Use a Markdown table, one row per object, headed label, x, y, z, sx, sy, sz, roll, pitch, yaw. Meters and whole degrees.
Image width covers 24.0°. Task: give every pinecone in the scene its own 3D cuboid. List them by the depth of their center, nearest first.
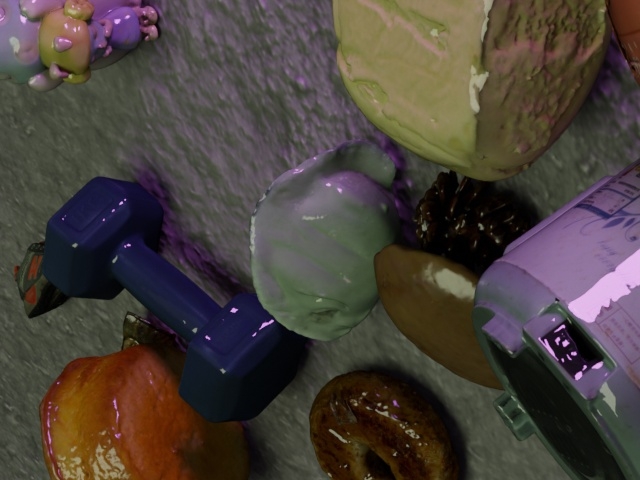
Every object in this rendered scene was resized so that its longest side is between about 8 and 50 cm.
| label | x | y | z | sx | sy | sz | roll | pitch | yaw |
| --- | --- | --- | --- | --- | --- | --- | --- | --- | --- |
| pinecone | 0.141 | -0.013 | 1.395 | 0.109 | 0.102 | 0.102 | 25 | 133 | 0 |

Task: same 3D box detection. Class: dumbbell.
| label | x | y | z | sx | sy | sz | roll | pitch | yaw |
| --- | --- | --- | --- | --- | --- | --- | --- | --- | --- |
| dumbbell | -0.168 | 0.064 | 1.710 | 0.325 | 0.144 | 0.160 | 39 | 133 | 26 |

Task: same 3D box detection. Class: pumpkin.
| label | x | y | z | sx | sy | sz | roll | pitch | yaw |
| --- | --- | --- | --- | --- | --- | --- | --- | --- | --- |
| pumpkin | -0.213 | 0.132 | 1.880 | 0.073 | 0.035 | 0.101 | 30 | 132 | 11 |

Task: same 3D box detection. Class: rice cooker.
| label | x | y | z | sx | sy | sz | roll | pitch | yaw |
| --- | --- | --- | --- | --- | --- | --- | --- | --- | --- |
| rice cooker | 0.280 | 0.058 | 1.139 | 0.264 | 0.316 | 0.317 | 50 | 140 | 31 |

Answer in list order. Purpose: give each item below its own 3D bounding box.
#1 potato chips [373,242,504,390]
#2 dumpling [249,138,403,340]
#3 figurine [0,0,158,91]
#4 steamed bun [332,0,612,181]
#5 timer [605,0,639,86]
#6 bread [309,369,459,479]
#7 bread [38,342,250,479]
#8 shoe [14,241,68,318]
| label | x | y | z | sx | sy | sz | roll | pitch | yaw |
| --- | --- | --- | --- | --- | --- | --- | --- | --- | --- |
| potato chips | 0.129 | 0.085 | 1.406 | 0.195 | 0.062 | 0.208 | 17 | 153 | 41 |
| dumpling | 0.006 | -0.003 | 1.504 | 0.152 | 0.108 | 0.219 | 13 | 108 | 0 |
| figurine | -0.309 | -0.219 | 1.625 | 0.155 | 0.235 | 0.127 | 35 | 133 | 28 |
| steamed bun | 0.128 | -0.204 | 1.244 | 0.232 | 0.166 | 0.273 | 33 | 128 | 46 |
| timer | 0.308 | -0.180 | 1.016 | 0.229 | 0.229 | 0.215 | -16 | 97 | 49 |
| bread | 0.067 | 0.219 | 1.618 | 0.193 | 0.064 | 0.193 | 24 | 131 | 30 |
| bread | -0.205 | 0.246 | 1.772 | 0.145 | 0.268 | 0.268 | -28 | 91 | 34 |
| shoe | -0.346 | 0.029 | 1.932 | 0.077 | 0.074 | 0.194 | 59 | 142 | 11 |
